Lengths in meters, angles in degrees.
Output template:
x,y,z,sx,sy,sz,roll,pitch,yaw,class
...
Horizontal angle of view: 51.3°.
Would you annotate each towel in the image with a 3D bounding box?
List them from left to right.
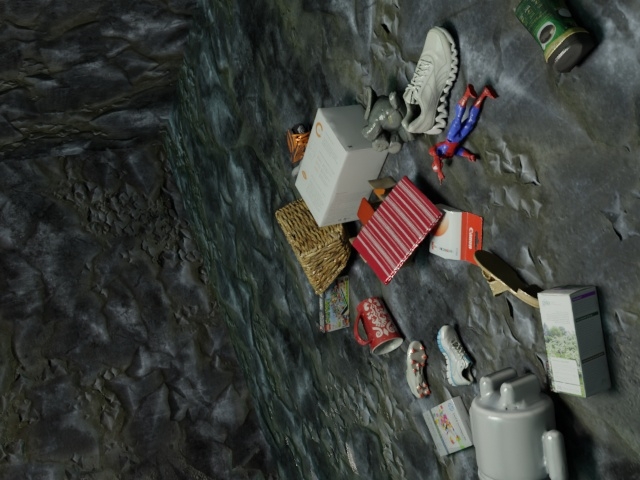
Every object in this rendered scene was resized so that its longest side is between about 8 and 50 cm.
x,y,z,sx,sy,sz,roll,pitch,yaw,class
0.219,-0.029,1.943,0.274,0.031,0.199,-53,49,19,towel

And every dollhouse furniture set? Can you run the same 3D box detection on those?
x,y,z,sx,sy,sz,roll,pitch,yaw,class
0.188,-0.027,2.100,0.259,0.135,0.262,56,145,37,dollhouse furniture set

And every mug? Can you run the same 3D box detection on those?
x,y,z,sx,sy,sz,roll,pitch,yaw,class
0.184,0.279,2.228,0.113,0.150,0.169,-37,57,23,mug

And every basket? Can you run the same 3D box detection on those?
x,y,z,sx,sy,sz,roll,pitch,yaw,class
0.000,0.000,2.421,0.299,0.214,0.223,58,175,48,basket

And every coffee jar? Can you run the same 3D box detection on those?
x,y,z,sx,sy,sz,roll,pitch,yaw,class
0.498,-0.449,1.417,0.096,0.079,0.184,-53,52,51,coffee jar

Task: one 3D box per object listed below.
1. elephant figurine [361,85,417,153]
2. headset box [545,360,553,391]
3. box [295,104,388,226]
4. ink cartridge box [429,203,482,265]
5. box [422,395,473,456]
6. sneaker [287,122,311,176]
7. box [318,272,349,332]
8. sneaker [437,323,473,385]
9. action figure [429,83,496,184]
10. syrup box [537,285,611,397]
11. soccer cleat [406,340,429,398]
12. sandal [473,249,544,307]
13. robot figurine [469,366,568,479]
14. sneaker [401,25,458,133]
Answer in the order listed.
x,y,z,sx,sy,sz,roll,pitch,yaw,class
0.187,-0.379,1.959,0.186,0.169,0.239,-38,34,26,elephant figurine
0.580,0.323,1.605,0.062,0.032,0.083,-4,98,63,headset box
0.065,-0.246,2.216,0.215,0.168,0.345,61,148,31,box
0.373,-0.013,1.858,0.179,0.045,0.145,30,127,58,ink cartridge box
0.397,0.570,2.039,0.186,0.038,0.145,-51,56,55,box
-0.054,-0.353,2.438,0.321,0.125,0.180,-25,78,65,sneaker
0.051,0.232,2.481,0.036,0.114,0.206,26,123,57,box
0.399,0.330,1.924,0.083,0.071,0.190,-10,99,56,sneaker
0.365,-0.253,1.724,0.280,0.092,0.139,117,145,-50,action figure
0.574,0.224,1.509,0.093,0.096,0.236,-5,95,61,syrup box
0.301,0.411,2.132,0.076,0.068,0.196,14,115,63,soccer cleat
0.464,0.118,1.686,0.240,0.088,0.079,42,129,42,sandal
0.488,0.503,1.665,0.300,0.200,0.353,8,107,63,robot figurine
0.288,-0.423,1.786,0.110,0.118,0.292,41,133,52,sneaker
